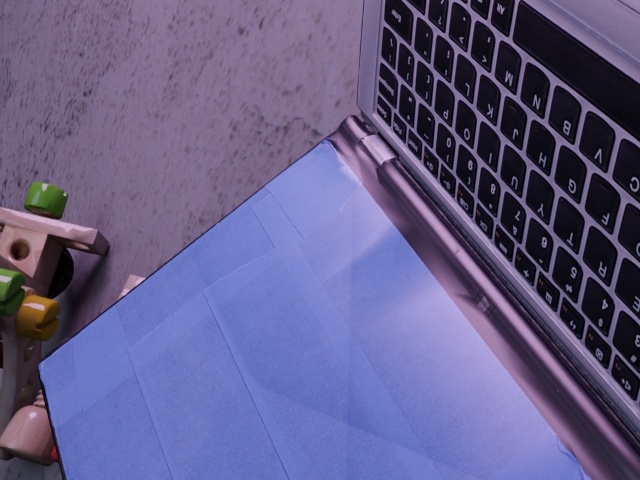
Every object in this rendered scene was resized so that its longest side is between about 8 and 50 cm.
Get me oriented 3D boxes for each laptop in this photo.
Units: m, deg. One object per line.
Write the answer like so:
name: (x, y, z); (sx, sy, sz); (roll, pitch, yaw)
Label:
laptop: (0.000, 0.000, 0.435); (0.382, 0.236, 0.408); (-124, 29, -48)

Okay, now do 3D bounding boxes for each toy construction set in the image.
toy construction set: (-0.241, 0.043, 0.797); (0.309, 0.257, 0.237); (5, 64, 33)
